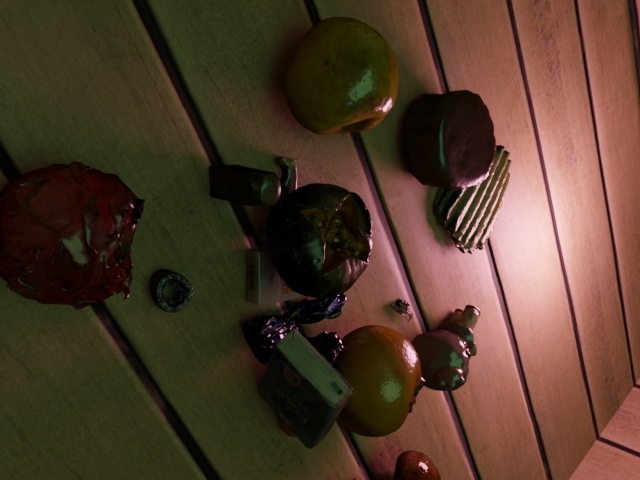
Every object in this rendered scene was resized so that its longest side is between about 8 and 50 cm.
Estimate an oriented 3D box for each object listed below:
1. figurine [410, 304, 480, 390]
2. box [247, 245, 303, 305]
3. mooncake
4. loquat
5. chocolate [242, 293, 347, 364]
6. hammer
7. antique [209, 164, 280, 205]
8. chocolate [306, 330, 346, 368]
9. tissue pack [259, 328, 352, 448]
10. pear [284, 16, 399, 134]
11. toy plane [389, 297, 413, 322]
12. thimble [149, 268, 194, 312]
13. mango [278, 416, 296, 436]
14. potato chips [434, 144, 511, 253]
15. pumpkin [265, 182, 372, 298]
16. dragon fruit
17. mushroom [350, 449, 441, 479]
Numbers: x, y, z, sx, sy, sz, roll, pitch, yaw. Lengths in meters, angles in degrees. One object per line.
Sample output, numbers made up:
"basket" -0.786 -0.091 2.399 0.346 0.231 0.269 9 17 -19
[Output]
"figurine" 0.447 0.373 2.152 0.380 0.248 0.203 -45 120 -39
"box" -0.092 0.088 1.732 0.243 0.067 0.155 -9 102 -39
"mooncake" 0.411 -0.322 1.986 0.324 0.187 0.324 -8 102 -39
"loquat" 0.131 0.414 1.846 0.328 0.359 0.328 15 90 -82
"chocolate" -0.067 0.224 1.760 0.343 0.126 0.148 -27 154 -35
"hammer" -0.097 -0.117 1.702 0.158 0.041 0.227 -2 100 -40
"antique" -0.186 -0.137 1.506 0.080 0.221 0.081 -12 108 -37
"chocolate" 0.009 0.320 1.735 0.133 0.156 0.156 -41 122 -25
"tissue pack" -0.045 0.405 1.646 0.103 0.228 0.316 -33 157 -32
"pear" 0.057 -0.430 1.606 0.304 0.304 0.304 -9 105 -38
"toy plane" 0.285 0.236 2.099 0.120 0.031 0.049 42 78 -35
"thimble" -0.373 0.125 1.511 0.104 0.066 0.095 43 70 -34
"mango" -0.071 0.516 1.830 0.105 0.084 0.159 11 92 -35
"potato chips" 0.574 -0.165 2.235 0.358 0.070 0.429 37 76 -41
"pumpkin" 0.000 0.000 1.631 0.320 0.192 0.320 11 72 -37
"dragon fruit" -0.501 -0.010 1.235 0.301 0.295 0.296 6 96 -37
"mushroom" 0.239 0.897 2.103 0.334 0.356 0.331 -52 136 -68
